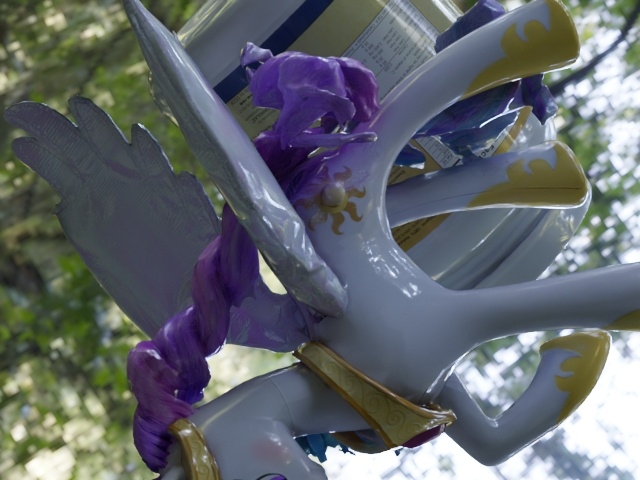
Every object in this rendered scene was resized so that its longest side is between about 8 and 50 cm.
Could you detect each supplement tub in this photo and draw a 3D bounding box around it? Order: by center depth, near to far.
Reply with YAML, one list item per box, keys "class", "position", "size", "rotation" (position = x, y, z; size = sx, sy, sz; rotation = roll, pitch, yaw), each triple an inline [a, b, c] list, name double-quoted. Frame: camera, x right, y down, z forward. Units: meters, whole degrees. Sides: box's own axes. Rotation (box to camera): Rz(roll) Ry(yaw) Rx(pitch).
- class: "supplement tub"
  position: [0.043, -0.092, 1.312]
  size: [0.316, 0.228, 0.228]
  rotation: [45, -36, -14]

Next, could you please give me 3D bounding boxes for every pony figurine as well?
- class: "pony figurine"
  position: [0.000, 0.000, 0.903]
  size: [0.351, 0.363, 0.303]
  rotation: [61, -20, 12]
